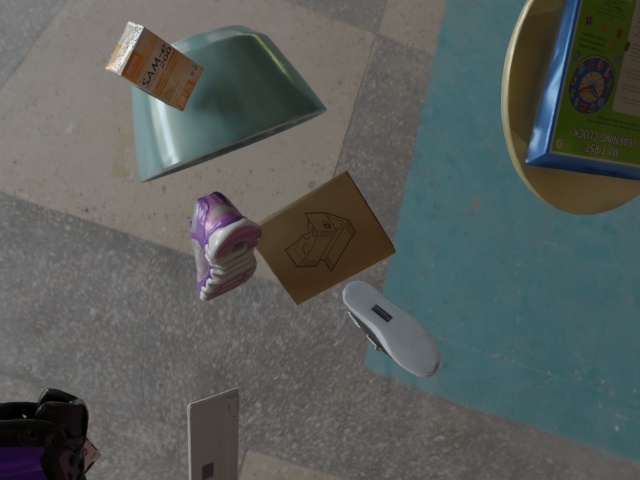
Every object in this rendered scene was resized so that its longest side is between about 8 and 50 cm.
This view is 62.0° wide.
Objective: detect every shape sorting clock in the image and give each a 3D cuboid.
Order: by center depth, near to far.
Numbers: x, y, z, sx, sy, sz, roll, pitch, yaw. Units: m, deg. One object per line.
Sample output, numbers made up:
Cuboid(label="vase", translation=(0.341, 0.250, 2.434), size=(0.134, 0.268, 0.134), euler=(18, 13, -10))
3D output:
Cuboid(label="shape sorting clock", translation=(0.219, -0.120, 0.402), size=(0.206, 0.040, 0.206), euler=(-6, 105, -23))

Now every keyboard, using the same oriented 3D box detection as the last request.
Cuboid(label="keyboard", translation=(-0.151, 0.322, 0.755), size=(0.072, 0.256, 0.014), euler=(-8, 27, -27))

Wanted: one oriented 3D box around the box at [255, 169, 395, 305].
Cuboid(label="box", translation=(0.000, 0.000, 0.899), size=(0.201, 0.021, 0.164), euler=(-29, 109, 13))

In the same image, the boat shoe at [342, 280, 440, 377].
Cuboid(label="boat shoe", translation=(0.169, 0.231, 1.323), size=(0.306, 0.105, 0.113), euler=(37, 66, 28))

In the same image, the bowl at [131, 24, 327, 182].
Cuboid(label="bowl", translation=(-0.164, -0.218, 0.826), size=(0.311, 0.311, 0.163), euler=(-27, 102, -22))

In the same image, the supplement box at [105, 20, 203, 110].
Cuboid(label="supplement box", translation=(-0.195, -0.205, 0.637), size=(0.036, 0.098, 0.062), euler=(29, 94, 33))

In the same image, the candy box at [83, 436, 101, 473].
Cuboid(label="candy box", translation=(-0.582, 0.489, 1.071), size=(0.071, 0.233, 0.159), euler=(60, 26, -16))

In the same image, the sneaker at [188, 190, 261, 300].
Cuboid(label="sneaker", translation=(-0.157, 0.008, 0.811), size=(0.095, 0.236, 0.104), euler=(-30, 72, -28))

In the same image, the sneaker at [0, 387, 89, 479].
Cuboid(label="sneaker", translation=(-0.241, 0.212, 0.458), size=(0.293, 0.102, 0.146), euler=(49, 61, -20))
